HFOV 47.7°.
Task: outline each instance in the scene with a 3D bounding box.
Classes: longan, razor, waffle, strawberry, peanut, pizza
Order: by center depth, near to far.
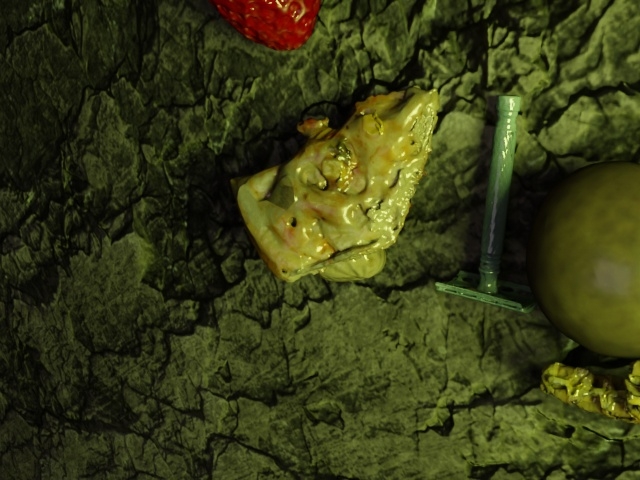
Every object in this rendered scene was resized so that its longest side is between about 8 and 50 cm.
[{"bbox_3d":[0.289,0.009,0.667,0.204,0.159,0.185,-43,78,31],"label":"longan"},{"bbox_3d":[0.309,0.151,0.705,0.149,0.194,0.051,11,77,-2],"label":"waffle"},{"bbox_3d":[0.198,-0.042,0.796,0.106,0.068,0.232,14,108,33],"label":"razor"},{"bbox_3d":[-0.074,-0.340,0.840,0.205,0.205,0.244,3,129,38],"label":"strawberry"},{"bbox_3d":[0.025,-0.071,0.860,0.297,0.071,0.189,-27,71,22],"label":"pizza"},{"bbox_3d":[0.000,0.000,0.947,0.187,0.082,0.082,31,123,26],"label":"peanut"}]
